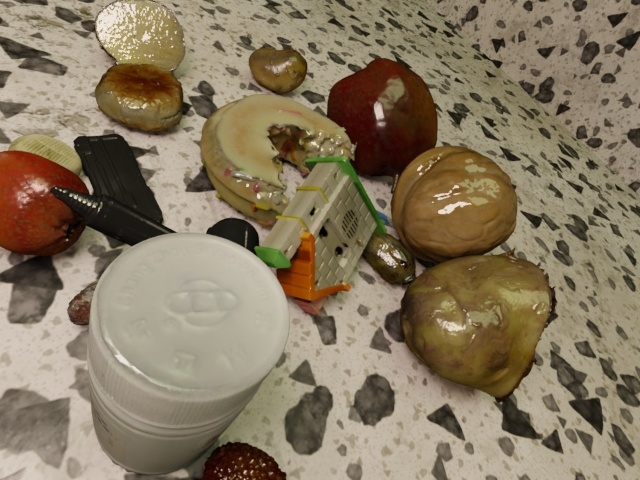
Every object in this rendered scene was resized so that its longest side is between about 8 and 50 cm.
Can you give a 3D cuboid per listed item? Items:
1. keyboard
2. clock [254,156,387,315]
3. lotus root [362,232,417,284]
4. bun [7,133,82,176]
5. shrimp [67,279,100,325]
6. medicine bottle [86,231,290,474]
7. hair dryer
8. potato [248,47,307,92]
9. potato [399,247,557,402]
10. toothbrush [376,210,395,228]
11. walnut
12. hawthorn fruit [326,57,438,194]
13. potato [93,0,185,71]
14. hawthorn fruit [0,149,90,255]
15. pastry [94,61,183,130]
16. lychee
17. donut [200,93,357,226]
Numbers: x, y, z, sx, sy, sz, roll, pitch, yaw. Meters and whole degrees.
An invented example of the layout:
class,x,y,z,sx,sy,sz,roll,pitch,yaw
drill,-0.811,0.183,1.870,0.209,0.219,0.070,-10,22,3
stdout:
class,x,y,z,sx,sy,sz,roll,pitch,yaw
keyboard,-0.410,-0.122,0.806,0.106,0.016,0.262,-16,63,-37
clock,0.000,0.000,0.796,0.255,0.106,0.219,-58,134,-26
lotus root,0.156,0.034,0.937,0.089,0.080,0.179,-43,71,-1
bun,-0.506,-0.140,0.734,0.115,0.069,0.115,32,28,-19
shrimp,-0.319,0.072,0.657,0.075,0.073,0.190,38,42,21
medicine bottle,-0.174,0.153,0.487,0.190,0.332,0.189,15,49,-17
hair dryer,-0.247,-0.008,0.659,0.352,0.107,0.188,36,36,-37
potato,-0.127,-0.515,1.211,0.176,0.137,0.137,11,46,8
potato,0.281,0.143,0.813,0.238,0.300,0.288,16,10,2
toothbrush,0.136,-0.063,1.040,0.387,0.040,0.040,11,50,-17
walnut,0.299,-0.076,0.931,0.286,0.284,0.296,18,16,-14
hawthorn fruit,0.178,-0.328,1.104,0.309,0.308,0.324,-18,51,-37
potato,-0.459,-0.513,1.030,0.203,0.182,0.117,-19,25,-18
hawthorn fruit,-0.508,-0.088,0.640,0.286,0.165,0.165,31,45,10
pastry,-0.411,-0.329,0.922,0.182,0.093,0.192,7,47,-22
lychee,-0.104,0.336,0.530,0.129,0.123,0.123,30,42,-32
donut,-0.116,-0.201,0.931,0.307,0.150,0.371,37,47,8
